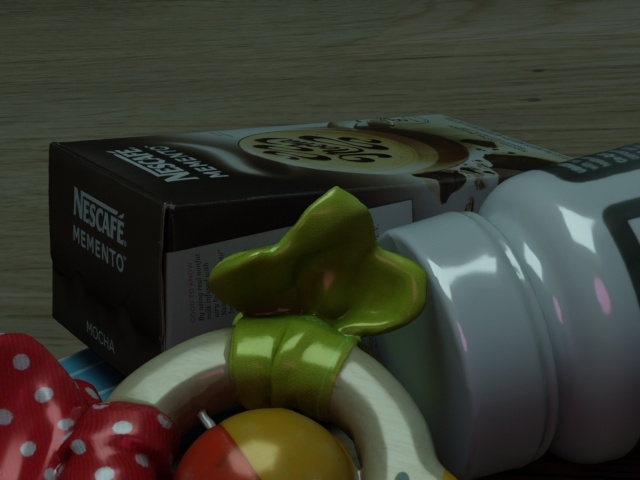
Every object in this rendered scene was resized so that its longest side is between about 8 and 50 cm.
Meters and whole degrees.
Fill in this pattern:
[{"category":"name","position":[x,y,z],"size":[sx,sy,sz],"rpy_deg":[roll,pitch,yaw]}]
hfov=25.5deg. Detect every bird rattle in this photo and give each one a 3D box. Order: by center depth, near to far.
[{"category":"bird rattle","position":[-0.049,0.094,0.636],"size":[0.254,0.143,0.207],"rpy_deg":[-23,48,-24]}]

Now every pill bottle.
[{"category":"pill bottle","position":[0.180,0.027,0.766],"size":[0.283,0.161,0.161],"rpy_deg":[-14,23,-16]}]

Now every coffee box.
[{"category":"coffee box","position":[0.000,0.000,0.875],"size":[0.297,0.118,0.168],"rpy_deg":[-7,19,-31]}]

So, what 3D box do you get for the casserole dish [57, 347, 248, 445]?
[{"category":"casserole dish","position":[-0.115,0.091,0.868],"size":[0.188,0.037,0.114],"rpy_deg":[-21,27,-32]}]
